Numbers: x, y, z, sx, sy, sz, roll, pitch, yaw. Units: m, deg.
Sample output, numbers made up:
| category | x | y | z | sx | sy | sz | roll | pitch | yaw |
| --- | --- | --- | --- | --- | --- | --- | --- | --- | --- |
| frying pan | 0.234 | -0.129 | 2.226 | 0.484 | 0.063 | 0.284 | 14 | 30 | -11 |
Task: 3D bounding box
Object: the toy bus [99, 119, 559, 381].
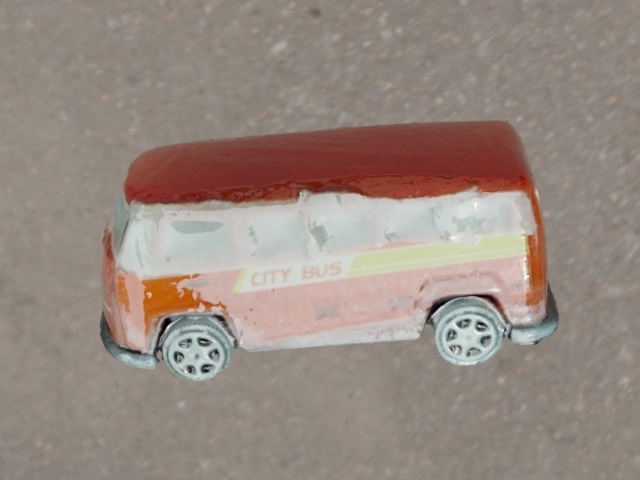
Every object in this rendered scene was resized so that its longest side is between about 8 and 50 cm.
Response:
| category | x | y | z | sx | sy | sz | roll | pitch | yaw |
| --- | --- | --- | --- | --- | --- | --- | --- | --- | --- |
| toy bus | 0.000 | 0.000 | 0.928 | 0.265 | 0.121 | 0.120 | -4 | 119 | 1 |
